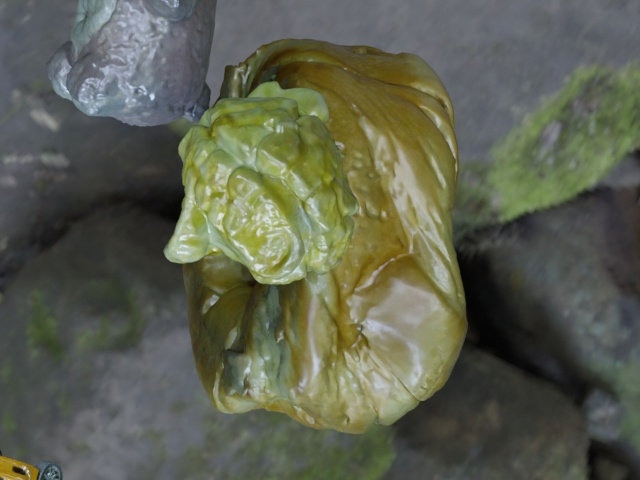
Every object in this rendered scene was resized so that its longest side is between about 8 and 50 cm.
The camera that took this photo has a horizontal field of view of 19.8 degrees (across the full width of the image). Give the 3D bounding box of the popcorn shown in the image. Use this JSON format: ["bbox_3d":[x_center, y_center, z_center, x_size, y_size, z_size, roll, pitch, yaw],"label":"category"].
[{"bbox_3d":[-0.034,-0.037,1.266,0.141,0.162,0.135,47,150,0],"label":"popcorn"}]

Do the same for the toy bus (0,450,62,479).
[{"bbox_3d":[-0.202,0.209,1.333,0.069,0.074,0.162,9,155,32],"label":"toy bus"}]

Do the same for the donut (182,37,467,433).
[{"bbox_3d":[0.000,0.000,1.568,0.170,0.360,0.360,6,128,-25],"label":"donut"}]

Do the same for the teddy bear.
[{"bbox_3d":[-0.156,-0.235,1.640,0.151,0.236,0.267,1,104,-23],"label":"teddy bear"}]
